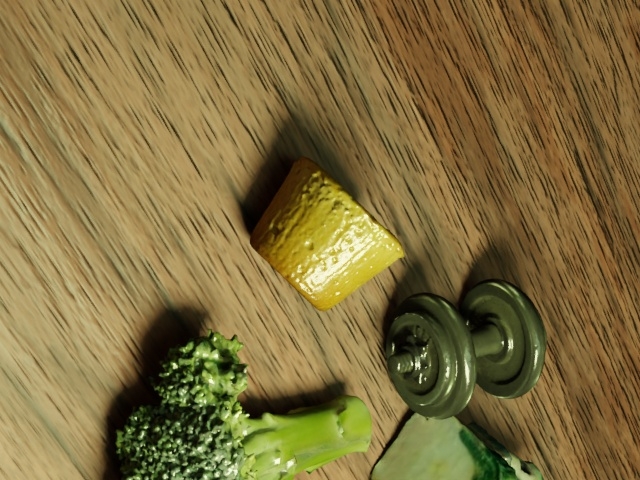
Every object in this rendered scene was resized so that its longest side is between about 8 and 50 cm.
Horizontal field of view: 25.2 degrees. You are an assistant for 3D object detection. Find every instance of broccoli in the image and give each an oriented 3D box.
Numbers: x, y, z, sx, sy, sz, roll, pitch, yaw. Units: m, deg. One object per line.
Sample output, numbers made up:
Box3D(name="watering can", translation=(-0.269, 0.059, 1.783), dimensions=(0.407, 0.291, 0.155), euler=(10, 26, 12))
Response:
Box3D(name="broccoli", translation=(-0.104, 0.351, 2.000), dimensions=(0.353, 0.275, 0.397), euler=(-52, 149, 8))

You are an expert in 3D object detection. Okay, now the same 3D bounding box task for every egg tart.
Box3D(name="egg tart", translation=(0.000, 0.000, 1.977), dimensions=(0.147, 0.202, 0.202), euler=(-47, 126, -1))

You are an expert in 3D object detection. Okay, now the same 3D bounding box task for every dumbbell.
Box3D(name="dumbbell", translation=(0.220, 0.163, 2.172), dimensions=(0.290, 0.192, 0.192), euler=(-10, 108, -35))

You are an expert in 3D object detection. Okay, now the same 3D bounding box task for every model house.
Box3D(name="model house", translation=(0.222, 0.453, 2.227), dimensions=(0.284, 0.243, 0.298), euler=(33, 93, -42))
